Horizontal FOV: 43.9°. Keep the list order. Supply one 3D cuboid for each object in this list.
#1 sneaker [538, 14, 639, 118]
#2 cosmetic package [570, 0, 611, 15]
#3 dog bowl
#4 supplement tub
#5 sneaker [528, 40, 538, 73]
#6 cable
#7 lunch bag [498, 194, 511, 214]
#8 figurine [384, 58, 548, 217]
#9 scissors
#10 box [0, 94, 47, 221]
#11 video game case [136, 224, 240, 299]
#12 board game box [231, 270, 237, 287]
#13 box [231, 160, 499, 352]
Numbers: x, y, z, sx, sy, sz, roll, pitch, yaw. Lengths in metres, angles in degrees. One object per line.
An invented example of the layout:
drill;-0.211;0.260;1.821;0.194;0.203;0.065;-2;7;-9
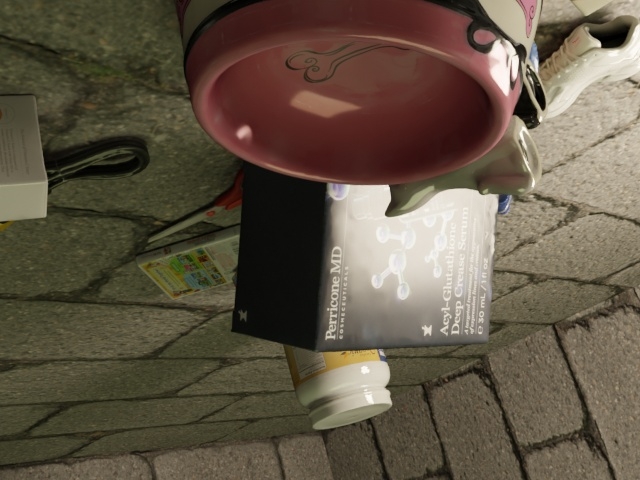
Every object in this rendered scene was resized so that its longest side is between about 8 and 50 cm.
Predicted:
sneaker;0.374;-0.269;1.186;0.232;0.090;0.115;-29;149;8
cosmetic package;0.253;-0.368;0.787;0.160;0.113;0.309;-30;149;32
dog bowl;0.034;-0.192;0.866;0.407;0.151;0.408;3;161;1
supplement tub;0.033;0.264;1.873;0.228;0.316;0.228;-14;158;-6
sneaker;0.204;-0.200;1.176;0.130;0.112;0.296;-5;155;-24
cable;-0.391;-0.099;1.111;0.287;0.072;0.139;-28;141;-5
lunch bag;0.334;-0.102;1.524;0.067;0.099;0.065;9;162;19
figurine;0.182;-0.125;1.049;0.209;0.215;0.092;-16;128;33
scissors;-0.170;-0.054;1.374;0.297;0.021;0.109;-32;155;31
box;-0.425;-0.095;0.957;0.170;0.130;0.091;-6;155;-24
video game case;-0.230;0.047;1.569;0.206;0.026;0.227;-17;159;0
board game box;-0.074;0.047;1.601;0.170;0.048;0.141;-10;154;-36
box;0.082;0.013;1.275;0.395;0.294;0.212;3;-179;-40
